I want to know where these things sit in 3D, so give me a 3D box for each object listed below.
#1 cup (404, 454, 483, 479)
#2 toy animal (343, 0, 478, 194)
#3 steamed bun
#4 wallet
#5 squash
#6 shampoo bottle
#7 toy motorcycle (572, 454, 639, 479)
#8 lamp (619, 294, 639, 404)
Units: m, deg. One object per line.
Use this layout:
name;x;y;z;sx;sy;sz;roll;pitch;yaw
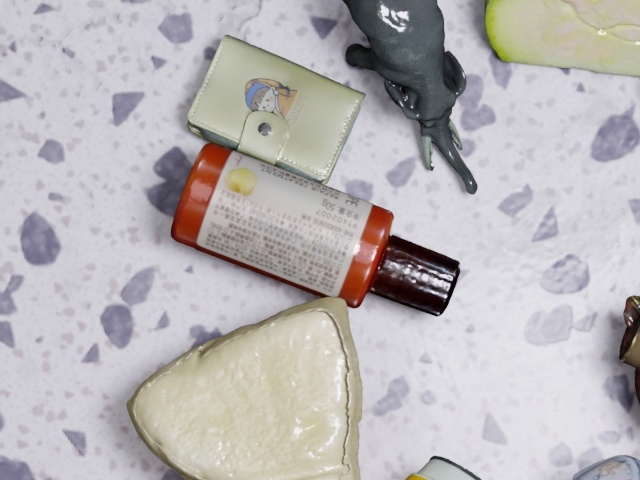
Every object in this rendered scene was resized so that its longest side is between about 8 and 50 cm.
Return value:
cup;0.065;0.345;1.712;0.196;0.196;0.280;40;73;3
toy animal;0.084;-0.177;1.816;0.082;0.137;0.269;-29;124;-9
steamed bun;-0.048;0.188;1.763;0.231;0.110;0.212;-22;81;4
wallet;-0.046;-0.127;1.844;0.155;0.039;0.110;24;78;1
squash;0.289;-0.353;1.883;0.233;0.210;0.309;5;53;0
shampoo bottle;0.000;0.000;1.793;0.278;0.104;0.104;21;81;0
toy motorcycle;0.268;0.307;1.732;0.159;0.106;0.270;26;94;-40
lamp;0.404;0.130;1.767;0.258;0.180;0.180;21;81;2
